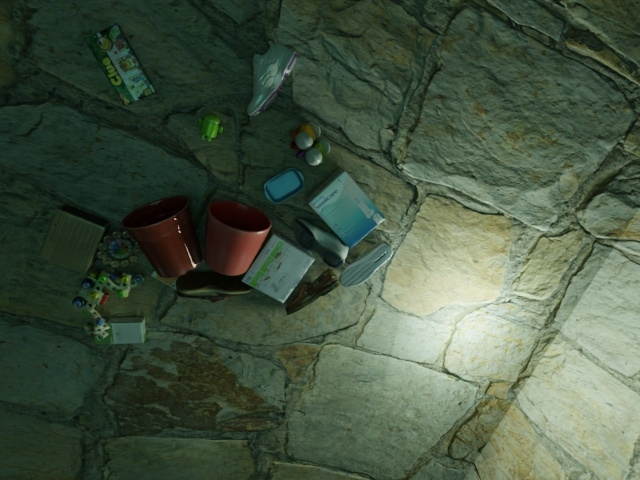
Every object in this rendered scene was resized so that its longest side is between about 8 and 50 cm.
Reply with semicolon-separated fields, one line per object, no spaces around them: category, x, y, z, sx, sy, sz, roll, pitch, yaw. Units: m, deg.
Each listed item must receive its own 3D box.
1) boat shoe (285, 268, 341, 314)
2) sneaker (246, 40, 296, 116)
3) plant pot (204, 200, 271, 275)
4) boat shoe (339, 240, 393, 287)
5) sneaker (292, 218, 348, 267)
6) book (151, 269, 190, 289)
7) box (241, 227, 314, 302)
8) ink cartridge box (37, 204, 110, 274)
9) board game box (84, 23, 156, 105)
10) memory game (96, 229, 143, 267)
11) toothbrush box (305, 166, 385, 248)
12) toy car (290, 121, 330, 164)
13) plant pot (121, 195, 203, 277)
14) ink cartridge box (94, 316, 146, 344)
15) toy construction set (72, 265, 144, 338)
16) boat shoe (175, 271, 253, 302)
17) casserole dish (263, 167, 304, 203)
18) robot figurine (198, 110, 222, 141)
boat shoe;-0.051;0.246;1.981;0.308;0.111;0.104;-33;85;7
sneaker;-0.225;-0.643;1.638;0.152;0.114;0.305;32;96;-5
plant pot;-0.371;-0.002;1.751;0.275;0.274;0.243;14;115;-15
boat shoe;0.218;0.115;1.981;0.302;0.094;0.109;-36;109;9
sneaker;0.000;0.000;1.896;0.297;0.129;0.111;40;132;-3
book;-0.672;0.155;1.857;0.144;0.035;0.096;39;96;-21
box;-0.197;0.115;1.884;0.231;0.126;0.261;31;100;-20
ink cartridge box;-1.017;-0.002;1.705;0.194;0.088;0.234;26;103;-17
board game box;-0.754;-0.660;1.559;0.136;0.030;0.259;-25;112;1
memory game;-0.847;0.038;1.747;0.186;0.012;0.186;-21;130;-28
toothbrush box;0.110;-0.147;1.851;0.216;0.126;0.295;-43;112;6
toy car;-0.055;-0.396;1.737;0.136;0.159;0.181;-18;117;33
plant pot;-0.627;-0.005;1.700;0.273;0.272;0.264;-17;119;-5
ink cartridge box;-0.917;0.412;1.883;0.210;0.062;0.108;1;109;-11
toy construction set;-0.937;0.250;1.785;0.215;0.151;0.327;29;91;-17
boat shoe;-0.484;0.222;1.887;0.343;0.123;0.123;-1;140;-20
casserole dish;-0.161;-0.244;1.814;0.189;0.037;0.114;-31;112;2
robot figurine;-0.447;-0.461;1.665;0.101;0.067;0.115;19;104;-8
